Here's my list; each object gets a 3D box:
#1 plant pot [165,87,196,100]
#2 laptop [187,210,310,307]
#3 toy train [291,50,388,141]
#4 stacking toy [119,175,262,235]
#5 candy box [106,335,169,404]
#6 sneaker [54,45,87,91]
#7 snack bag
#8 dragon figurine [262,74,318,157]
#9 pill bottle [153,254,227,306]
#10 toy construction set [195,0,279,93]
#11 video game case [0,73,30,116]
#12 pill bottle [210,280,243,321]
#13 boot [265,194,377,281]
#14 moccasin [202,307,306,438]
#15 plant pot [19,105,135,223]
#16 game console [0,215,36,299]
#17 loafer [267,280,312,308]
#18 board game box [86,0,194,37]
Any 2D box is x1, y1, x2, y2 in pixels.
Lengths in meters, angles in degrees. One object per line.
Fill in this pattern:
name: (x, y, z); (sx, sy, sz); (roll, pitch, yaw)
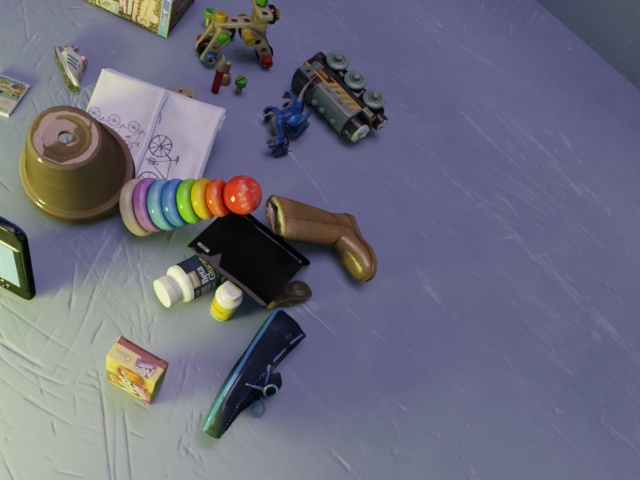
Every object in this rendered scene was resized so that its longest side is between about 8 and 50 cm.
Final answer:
plant pot: (-0.396, -0.371, 1.632); (0.109, 0.096, 0.109); (-6, 61, -25)
laptop: (-0.165, 0.036, 1.442); (0.234, 0.264, 0.136); (39, 91, 4)
toy train: (0.061, -0.462, 1.862); (0.190, 0.142, 0.334); (-37, 80, -23)
stacking toy: (-0.296, -0.095, 1.356); (0.330, 0.141, 0.141); (-6, 54, 18)
candy box: (-0.374, 0.267, 1.176); (0.109, 0.186, 0.053); (31, 56, -2)
sneaker: (-0.681, -0.484, 1.610); (0.075, 0.057, 0.161); (-20, 65, -25)
snack bag: (-0.449, -0.259, 1.511); (0.342, 0.037, 0.323); (18, 74, -9)
dragon figurine: (-0.076, -0.370, 1.748); (0.144, 0.085, 0.289); (44, 68, 11)
pill bottle: (-0.304, 0.089, 1.377); (0.169, 0.094, 0.094); (-30, 74, -34)
toy construction set: (-0.250, -0.626, 1.766); (0.257, 0.237, 0.309); (17, 55, -12)
video game case: (-0.829, -0.380, 1.513); (0.087, 0.011, 0.122); (19, 54, -10)
pill bottle: (-0.219, 0.140, 1.365); (0.065, 0.116, 0.065); (11, 55, -16)
boot: (0.000, 0.000, 1.519); (0.269, 0.089, 0.236); (11, 41, -40)
moccasin: (-0.131, 0.296, 1.292); (0.117, 0.138, 0.342); (36, 54, -3)
plant pot: (-0.564, -0.194, 1.326); (0.263, 0.229, 0.263); (4, 74, -14)
game console: (-0.715, 0.048, 1.111); (0.250, 0.293, 0.173); (30, 54, -2)
loafer: (-0.086, 0.139, 1.465); (0.148, 0.050, 0.056); (-4, 63, -42)
board game box: (-0.562, -0.813, 1.817); (0.291, 0.141, 0.232); (23, 54, -7)
